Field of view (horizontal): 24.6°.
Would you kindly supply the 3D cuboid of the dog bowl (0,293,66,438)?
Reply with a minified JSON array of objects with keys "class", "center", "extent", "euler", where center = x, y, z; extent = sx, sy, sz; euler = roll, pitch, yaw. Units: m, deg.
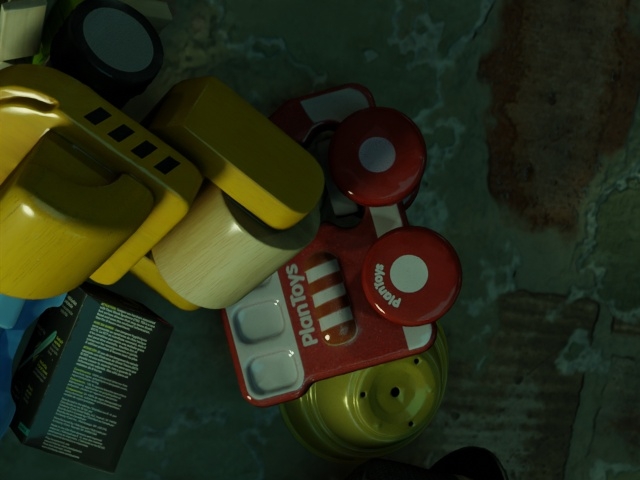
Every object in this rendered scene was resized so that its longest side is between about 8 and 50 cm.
[{"class":"dog bowl","center":[-0.359,0.079,1.439],"extent":[0.166,0.074,0.297],"euler":[23,91,-25]}]

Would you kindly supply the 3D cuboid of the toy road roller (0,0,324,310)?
[{"class":"toy road roller","center":[-0.182,-0.031,1.336],"extent":[0.329,0.202,0.240],"euler":[36,44,-15]}]

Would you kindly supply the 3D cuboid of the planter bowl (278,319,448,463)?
[{"class":"planter bowl","center":[0.066,0.159,1.630],"extent":[0.217,0.090,0.217],"euler":[-5,103,-22]}]

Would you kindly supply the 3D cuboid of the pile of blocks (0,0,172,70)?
[{"class":"pile of blocks","center":[-0.327,-0.215,1.358],"extent":[0.362,0.149,0.113],"euler":[-13,69,-25]}]

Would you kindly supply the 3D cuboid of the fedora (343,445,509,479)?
[{"class":"fedora","center":[0.069,0.355,1.557],"extent":[0.152,0.334,0.334],"euler":[26,89,-15]}]

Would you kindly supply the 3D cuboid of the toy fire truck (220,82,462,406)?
[{"class":"toy fire truck","center":[0.000,0.000,1.522],"extent":[0.254,0.169,0.302],"euler":[-16,85,0]}]

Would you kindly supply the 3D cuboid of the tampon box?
[{"class":"tampon box","center":[-0.236,0.131,1.475],"extent":[0.101,0.120,0.161],"euler":[23,91,-25]}]
